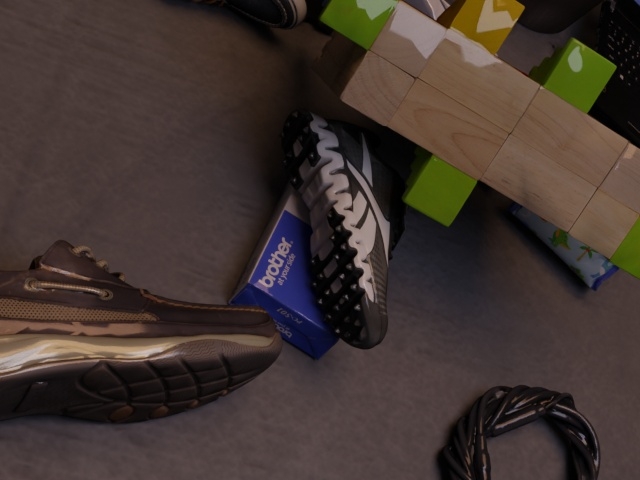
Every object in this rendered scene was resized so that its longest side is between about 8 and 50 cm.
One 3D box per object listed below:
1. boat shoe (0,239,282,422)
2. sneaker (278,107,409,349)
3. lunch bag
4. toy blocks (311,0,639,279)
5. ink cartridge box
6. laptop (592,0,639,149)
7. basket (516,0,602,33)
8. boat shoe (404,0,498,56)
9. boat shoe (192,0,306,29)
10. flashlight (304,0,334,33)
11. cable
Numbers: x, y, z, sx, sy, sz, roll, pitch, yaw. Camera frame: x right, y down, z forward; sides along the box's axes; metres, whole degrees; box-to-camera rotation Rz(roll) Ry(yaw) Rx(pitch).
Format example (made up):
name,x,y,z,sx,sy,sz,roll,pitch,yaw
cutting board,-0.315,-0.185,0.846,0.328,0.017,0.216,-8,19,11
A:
name,x,y,z,sx,sy,sz,roll,pitch,yaw
boat shoe,-0.191,0.062,1.152,0.355,0.132,0.130,1,62,-35
sneaker,0.040,-0.014,1.323,0.106,0.078,0.234,1,58,-28
lunch bag,0.287,-0.041,1.564,0.129,0.096,0.151,46,33,3
toy blocks,0.138,-0.127,1.384,0.381,0.190,0.261,29,10,-17
ink cartridge box,0.000,0.000,1.374,0.097,0.046,0.207,34,49,-10
laptop,0.438,-0.206,1.704,0.234,0.136,0.264,37,47,-24
basket,0.297,-0.344,1.666,0.154,0.227,0.204,24,51,-19
boat shoe,0.136,-0.183,1.560,0.084,0.095,0.258,-32,93,-46
boat shoe,-0.105,-0.251,1.456,0.183,0.065,0.083,37,49,0
flashlight,0.002,-0.371,1.572,0.103,0.103,0.304,18,53,-25
cable,0.188,0.205,1.376,0.150,0.047,0.184,38,50,-1
